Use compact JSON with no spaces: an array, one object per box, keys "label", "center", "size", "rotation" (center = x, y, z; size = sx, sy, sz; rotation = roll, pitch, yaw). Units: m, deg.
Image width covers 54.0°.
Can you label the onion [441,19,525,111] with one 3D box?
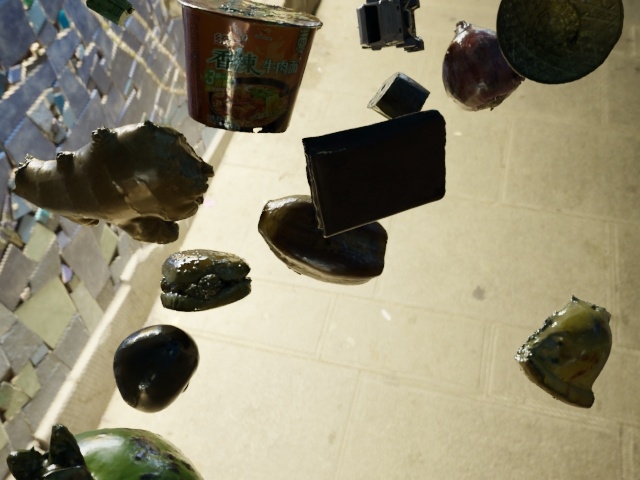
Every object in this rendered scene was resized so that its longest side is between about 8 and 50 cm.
[{"label":"onion","center":[0.307,-0.353,1.242],"size":[0.160,0.159,0.194],"rotation":[-20,80,-11]}]

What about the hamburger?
[{"label":"hamburger","center":[-0.243,0.080,1.344],"size":[0.190,0.122,0.215],"rotation":[-7,7,-29]}]

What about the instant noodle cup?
[{"label":"instant noodle cup","center":[-0.122,-0.284,1.018],"size":[0.231,0.182,0.230],"rotation":[9,25,-4]}]

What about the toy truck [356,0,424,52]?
[{"label":"toy truck","center":[0.142,-0.431,1.258],"size":[0.124,0.114,0.253],"rotation":[-4,15,18]}]

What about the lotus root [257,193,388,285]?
[{"label":"lotus root","center":[-0.001,-0.001,1.410],"size":[0.291,0.193,0.193],"rotation":[19,52,-7]}]

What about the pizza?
[{"label":"pizza","center":[0.432,0.188,1.078],"size":[0.081,0.204,0.188],"rotation":[12,83,59]}]

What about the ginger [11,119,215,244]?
[{"label":"ginger","center":[-0.353,-0.097,1.097],"size":[0.376,0.236,0.165],"rotation":[1,68,40]}]

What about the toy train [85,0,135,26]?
[{"label":"toy train","center":[-0.429,-0.480,1.280],"size":[0.093,0.038,0.056],"rotation":[31,87,-4]}]

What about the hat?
[{"label":"hat","center":[0.281,-0.264,0.763],"size":[0.146,0.145,0.067],"rotation":[1,14,5]}]

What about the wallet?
[{"label":"wallet","center":[0.093,-0.110,1.011],"size":[0.229,0.181,0.049],"rotation":[-16,36,-6]}]

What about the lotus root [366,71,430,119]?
[{"label":"lotus root","center":[0.214,-0.380,1.717],"size":[0.119,0.235,0.138],"rotation":[36,95,-8]}]

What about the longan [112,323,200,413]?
[{"label":"longan","center":[-0.336,0.256,1.277],"size":[0.189,0.189,0.189],"rotation":[-2,51,3]}]

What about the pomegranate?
[{"label":"pomegranate","center":[-0.212,0.270,0.589],"size":[0.211,0.263,0.210],"rotation":[-3,52,4]}]
